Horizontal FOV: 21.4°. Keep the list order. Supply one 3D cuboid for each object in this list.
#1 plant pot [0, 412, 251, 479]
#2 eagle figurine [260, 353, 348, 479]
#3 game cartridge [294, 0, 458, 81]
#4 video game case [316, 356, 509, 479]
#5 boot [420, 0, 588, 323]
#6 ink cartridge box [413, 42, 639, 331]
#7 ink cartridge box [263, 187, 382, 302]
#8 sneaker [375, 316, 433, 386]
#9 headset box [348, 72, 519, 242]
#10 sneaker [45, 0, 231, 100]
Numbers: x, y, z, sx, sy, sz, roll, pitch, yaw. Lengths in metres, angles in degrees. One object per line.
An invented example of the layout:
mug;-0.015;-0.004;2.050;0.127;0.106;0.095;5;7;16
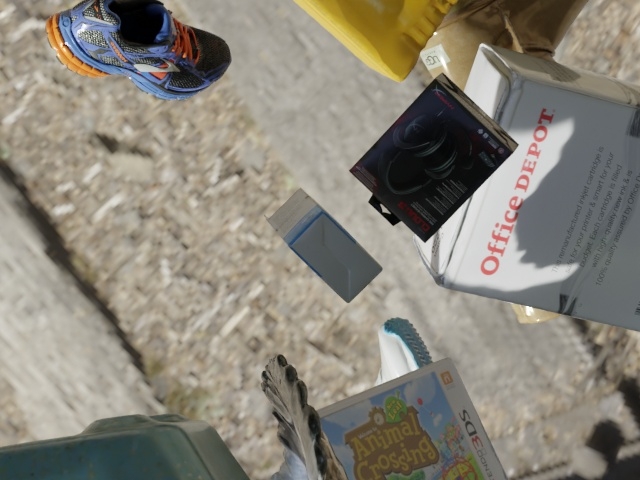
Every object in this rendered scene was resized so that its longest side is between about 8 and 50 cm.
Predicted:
plant pot;-0.098;0.195;0.615;0.247;0.248;0.252;-8;84;0
eagle figurine;0.016;0.216;0.957;0.226;0.225;0.298;11;130;-35
game cartridge;0.065;-0.305;1.152;0.053;0.285;0.323;30;87;40
video game case;0.085;0.224;1.558;0.023;0.212;0.193;-35;77;48
boot;0.199;-0.101;1.386;0.269;0.236;0.089;65;156;-7
ink cartridge box;0.193;-0.030;1.172;0.218;0.092;0.158;13;109;-16
ink cartridge box;0.000;0.000;0.929;0.028;0.083;0.048;-45;108;0
sneaker;0.086;0.186;1.810;0.092;0.087;0.228;-9;120;8
headset box;0.062;-0.045;0.971;0.062;0.032;0.083;44;107;1
sneaker;-0.168;-0.199;1.713;0.087;0.221;0.083;-29;69;37
